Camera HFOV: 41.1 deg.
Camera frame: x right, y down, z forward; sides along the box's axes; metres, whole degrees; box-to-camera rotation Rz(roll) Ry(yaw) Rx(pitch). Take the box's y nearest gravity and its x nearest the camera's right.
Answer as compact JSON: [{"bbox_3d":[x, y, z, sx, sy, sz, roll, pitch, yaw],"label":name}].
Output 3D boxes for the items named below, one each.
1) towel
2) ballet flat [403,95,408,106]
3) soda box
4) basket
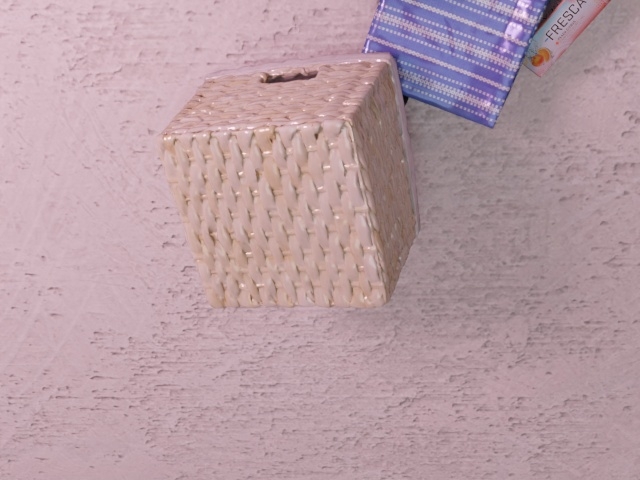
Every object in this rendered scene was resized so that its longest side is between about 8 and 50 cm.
[{"bbox_3d":[0.213,-0.357,1.278,0.243,0.040,0.336,21,116,3],"label":"towel"},{"bbox_3d":[0.136,-0.271,1.383,0.057,0.049,0.173,35,116,13],"label":"ballet flat"},{"bbox_3d":[0.374,-0.343,1.305,0.058,0.063,0.183,33,118,-14],"label":"soda box"},{"bbox_3d":[-0.038,-0.084,1.332,0.328,0.266,0.331,-2,121,19],"label":"basket"}]
